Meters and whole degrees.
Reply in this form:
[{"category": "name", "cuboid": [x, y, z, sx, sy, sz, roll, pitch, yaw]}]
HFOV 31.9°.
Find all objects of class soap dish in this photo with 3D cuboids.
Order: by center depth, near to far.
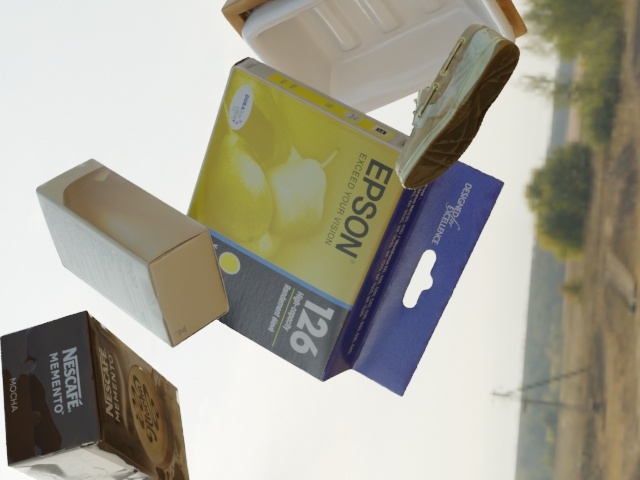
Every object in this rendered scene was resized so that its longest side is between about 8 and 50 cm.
[{"category": "soap dish", "cuboid": [0.064, -0.272, 1.303, 0.229, 0.290, 0.118, 44, -148, -47]}]

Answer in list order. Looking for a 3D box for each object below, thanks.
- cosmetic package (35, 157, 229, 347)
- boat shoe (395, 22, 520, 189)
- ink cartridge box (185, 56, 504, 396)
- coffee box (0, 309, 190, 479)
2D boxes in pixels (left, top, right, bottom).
[{"category": "cosmetic package", "cuboid": [-0.104, 0.004, 0.612, 0.041, 0.115, 0.060, -33, -47, -28]}, {"category": "boat shoe", "cuboid": [0.095, -0.100, 0.834, 0.050, 0.045, 0.135, 6, -54, -51]}, {"category": "ink cartridge box", "cuboid": [0.000, 0.000, 1.231, 0.072, 0.307, 0.304, -39, -26, -58]}, {"category": "coffee box", "cuboid": [-0.271, 0.227, 1.390, 0.297, 0.118, 0.168, 59, -163, -61]}]
